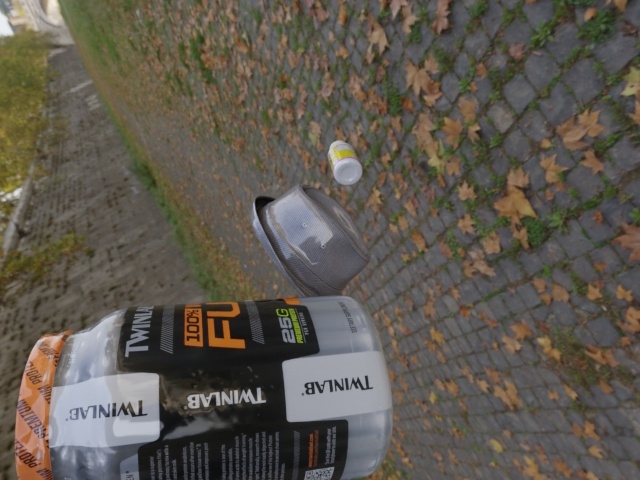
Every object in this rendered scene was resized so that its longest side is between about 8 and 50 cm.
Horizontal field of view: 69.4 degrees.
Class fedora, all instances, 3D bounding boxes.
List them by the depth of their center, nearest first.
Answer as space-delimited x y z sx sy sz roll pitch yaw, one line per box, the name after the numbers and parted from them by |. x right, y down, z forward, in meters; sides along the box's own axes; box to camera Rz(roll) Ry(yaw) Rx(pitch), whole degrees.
0.000 0.000 0.860 0.275 0.124 0.244 52 -163 5 | fedora

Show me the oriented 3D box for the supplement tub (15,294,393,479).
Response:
-0.105 0.158 0.469 0.194 0.317 0.193 178 90 -74 | supplement tub

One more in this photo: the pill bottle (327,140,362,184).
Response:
0.035 -0.122 0.708 0.083 0.044 0.043 -104 4 -53 | pill bottle
